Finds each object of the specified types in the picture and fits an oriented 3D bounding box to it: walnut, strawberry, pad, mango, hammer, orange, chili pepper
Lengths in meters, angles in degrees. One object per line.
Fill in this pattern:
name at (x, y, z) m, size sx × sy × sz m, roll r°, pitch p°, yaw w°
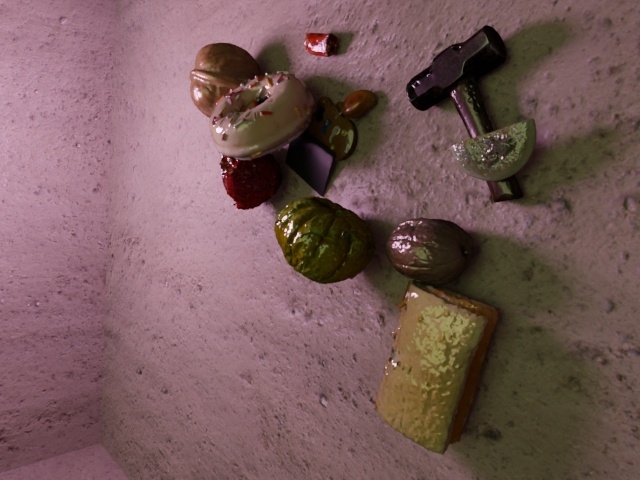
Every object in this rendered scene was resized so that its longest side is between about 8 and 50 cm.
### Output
walnut at (-0.363, -0.596, 1.713) m, size 0.285 × 0.285 × 0.296 m, roll 22°, pitch 100°, yaw 44°
strawberry at (-0.253, -0.246, 1.649) m, size 0.274 × 0.220 × 0.274 m, roll 179°, pitch 90°, yaw -86°
walnut at (0.263, 0.023, 1.131) m, size 0.230 × 0.178 × 0.178 m, roll 14°, pitch 101°, yaw 47°
pad at (-0.043, -0.280, 1.541) m, size 0.245 × 0.006 × 0.170 m, roll 45°, pitch 132°, yaw 36°
mango at (0.115, -0.414, 1.360) m, size 0.114 × 0.060 × 0.080 m, roll -13°, pitch 65°, yaw 42°
hammer at (0.379, -0.278, 1.085) m, size 0.242 × 0.095 × 0.409 m, roll -28°, pitch 76°, yaw 43°
orange at (0.000, 0.000, 1.308) m, size 0.301 × 0.300 × 0.223 m, roll 35°, pitch 108°, yaw 21°
chili pepper at (0.000, -0.645, 1.474) m, size 0.123 × 0.073 × 0.070 m, roll 29°, pitch 68°, yaw 40°

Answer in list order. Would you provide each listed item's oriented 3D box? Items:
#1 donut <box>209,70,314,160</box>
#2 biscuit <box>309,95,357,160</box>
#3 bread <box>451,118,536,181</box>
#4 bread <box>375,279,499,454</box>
donut at (-0.201, -0.427, 1.490) m, size 0.383 × 0.142 × 0.382 m, roll -15°, pitch 43°, yaw 14°
biscuit at (0.037, -0.362, 1.462) m, size 0.180 × 0.039 × 0.236 m, roll -54°, pitch 57°, yaw 31°
bread at (0.389, -0.189, 1.008) m, size 0.193 × 0.036 × 0.112 m, roll -12°, pitch 90°, yaw 45°
bread at (0.276, 0.302, 1.126) m, size 0.236 × 0.165 × 0.375 m, roll 23°, pitch 107°, yaw 39°
